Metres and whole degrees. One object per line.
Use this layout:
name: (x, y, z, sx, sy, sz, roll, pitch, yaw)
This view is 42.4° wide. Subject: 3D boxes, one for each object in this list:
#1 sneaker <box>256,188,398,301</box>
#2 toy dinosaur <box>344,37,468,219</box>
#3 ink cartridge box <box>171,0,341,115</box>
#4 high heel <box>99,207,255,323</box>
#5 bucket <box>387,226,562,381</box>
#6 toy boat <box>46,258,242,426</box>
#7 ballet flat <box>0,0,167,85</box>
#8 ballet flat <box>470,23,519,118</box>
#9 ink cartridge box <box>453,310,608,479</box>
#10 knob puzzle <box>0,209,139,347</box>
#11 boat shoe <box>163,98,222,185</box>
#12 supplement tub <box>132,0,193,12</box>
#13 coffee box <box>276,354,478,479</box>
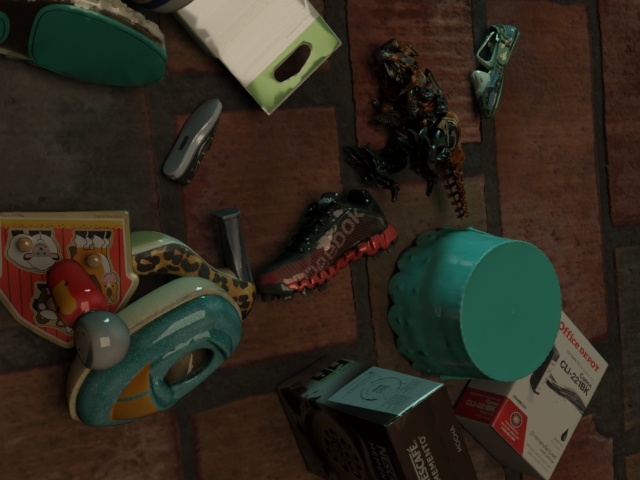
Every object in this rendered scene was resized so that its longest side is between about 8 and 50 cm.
sneaker: (0.000, 0.000, 1.316, 0.276, 0.098, 0.135, -29, 107, -32)
toy dinosaur: (0.180, -0.182, 1.408, 0.322, 0.164, 0.218, 45, 49, -3)
ink cartridge box: (-0.103, -0.332, 1.242, 0.171, 0.056, 0.235, -46, 118, -7)
high heel: (-0.216, 0.073, 1.191, 0.261, 0.093, 0.186, -18, 114, -25)
bucket: (0.275, 0.115, 1.446, 0.281, 0.183, 0.281, -2, 94, -33)
toy boat: (-0.237, 0.142, 1.060, 0.267, 0.148, 0.318, -38, 149, -3)
ballet flat: (-0.384, -0.305, 1.045, 0.409, 0.147, 0.146, 6, 88, -33)
ballet flat: (0.315, -0.320, 1.544, 0.070, 0.070, 0.188, 25, 76, -31)
ink cartridge box: (0.405, 0.282, 1.576, 0.197, 0.114, 0.272, 45, 67, -25)
knob puzzle: (-0.338, 0.057, 1.088, 0.213, 0.030, 0.213, -3, 109, -8)
boat shoe: (-0.184, -0.146, 1.226, 0.040, 0.049, 0.142, 45, 68, -46)
supplement tub: (-0.278, -0.450, 1.025, 0.316, 0.228, 0.228, 21, 80, -40)
coffee box: (0.076, 0.290, 1.252, 0.119, 0.297, 0.168, -28, 106, -30)
